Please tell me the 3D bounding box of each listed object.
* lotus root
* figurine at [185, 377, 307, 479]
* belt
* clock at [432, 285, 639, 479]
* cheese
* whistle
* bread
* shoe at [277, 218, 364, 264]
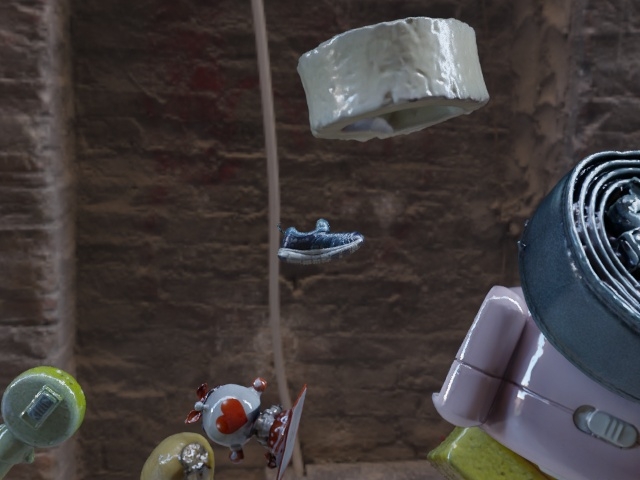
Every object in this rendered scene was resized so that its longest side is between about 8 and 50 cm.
[{"bbox_3d":[-0.281,0.462,1.405,0.146,0.303,0.131,-23,63,-30],"label":"lotus root"},{"bbox_3d":[-0.164,0.375,1.488,0.226,0.183,0.160,13,8,6],"label":"figurine"},{"bbox_3d":[0.301,0.038,0.598,0.267,0.116,0.206,29,54,1],"label":"belt"},{"bbox_3d":[0.315,0.186,0.790,0.325,0.184,0.342,29,8,19],"label":"clock"},{"bbox_3d":[0.137,-0.286,1.299,0.332,0.153,0.292,-7,-4,-45],"label":"cheese"},{"bbox_3d":[-0.387,0.249,0.923,0.104,0.198,0.057,42,6,-5],"label":"whistle"},{"bbox_3d":[0.421,0.465,1.381,0.361,0.233,0.245,43,-15,14],"label":"bread"},{"bbox_3d":[0.000,0.000,1.160,0.143,0.071,0.064,-5,-7,1],"label":"shoe"}]
